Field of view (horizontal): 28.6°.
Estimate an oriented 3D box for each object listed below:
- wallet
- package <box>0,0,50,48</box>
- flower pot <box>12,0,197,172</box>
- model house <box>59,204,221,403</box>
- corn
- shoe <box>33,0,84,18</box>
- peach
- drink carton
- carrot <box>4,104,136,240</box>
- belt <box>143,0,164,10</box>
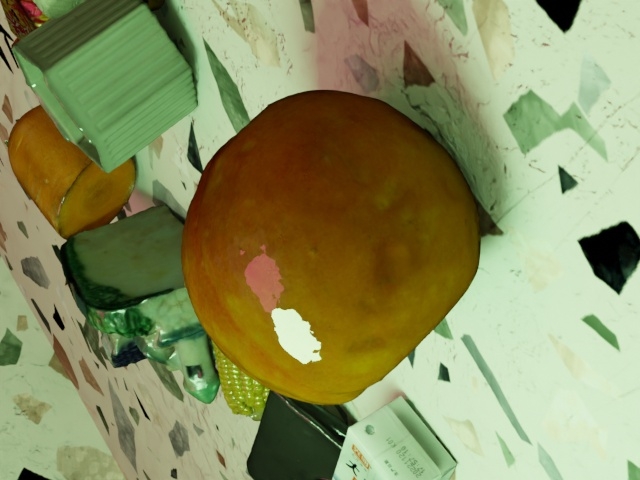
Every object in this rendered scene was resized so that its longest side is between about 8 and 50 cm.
[{"bbox_3d":[-0.026,0.360,2.050,0.197,0.051,0.377,36,150,10],"label":"wallet"},{"bbox_3d":[-0.490,-0.416,2.210,0.223,0.108,0.288,39,154,33],"label":"package"},{"bbox_3d":[-0.319,-0.244,1.879,0.239,0.189,0.209,40,162,45],"label":"flower pot"},{"bbox_3d":[-0.280,0.133,2.171,0.298,0.243,0.284,47,156,55],"label":"model house"},{"bbox_3d":[-0.120,0.156,2.011,0.119,0.119,0.322,33,142,48],"label":"corn"},{"bbox_3d":[-0.353,-0.430,1.655,0.210,0.132,0.342,49,-158,-22],"label":"shoe"},{"bbox_3d":[0.000,0.000,1.375,0.301,0.343,0.343,44,155,0],"label":"peach"},{"bbox_3d":[0.090,0.363,1.805,0.130,0.106,0.315,49,152,23],"label":"drink carton"},{"bbox_3d":[-0.458,-0.153,2.297,0.331,0.214,0.193,43,131,37],"label":"carrot"},{"bbox_3d":[-0.259,-0.370,1.871,0.083,0.036,0.059,-3,104,64],"label":"belt"}]
